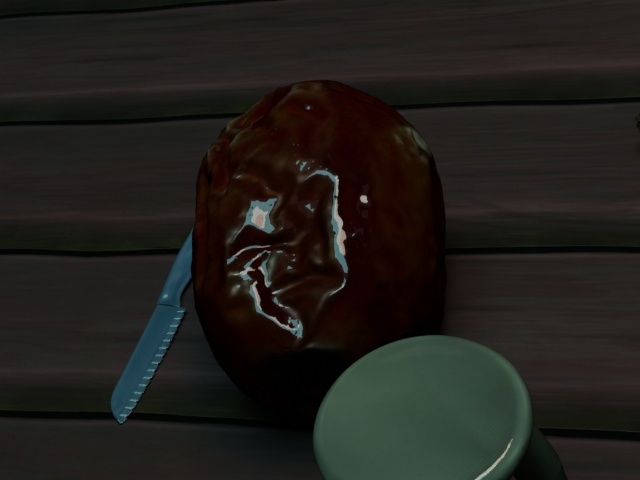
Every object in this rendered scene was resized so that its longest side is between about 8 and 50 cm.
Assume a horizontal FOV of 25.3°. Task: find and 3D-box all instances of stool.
[{"bbox_3d":[0.106,0.220,1.300,0.195,0.199,0.195,10,49,27],"label":"stool"}]

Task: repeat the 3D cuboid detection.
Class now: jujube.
[{"bbox_3d":[0.001,-0.001,1.526,0.276,0.276,0.377,-8,57,12],"label":"jujube"}]

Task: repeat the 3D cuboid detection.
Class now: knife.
[{"bbox_3d":[-0.179,0.085,1.670,0.044,0.019,0.313,6,51,22],"label":"knife"}]

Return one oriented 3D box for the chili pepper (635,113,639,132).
[{"bbox_3d":[0.530,-0.110,1.540,0.387,0.110,0.110,21,57,33],"label":"chili pepper"}]
